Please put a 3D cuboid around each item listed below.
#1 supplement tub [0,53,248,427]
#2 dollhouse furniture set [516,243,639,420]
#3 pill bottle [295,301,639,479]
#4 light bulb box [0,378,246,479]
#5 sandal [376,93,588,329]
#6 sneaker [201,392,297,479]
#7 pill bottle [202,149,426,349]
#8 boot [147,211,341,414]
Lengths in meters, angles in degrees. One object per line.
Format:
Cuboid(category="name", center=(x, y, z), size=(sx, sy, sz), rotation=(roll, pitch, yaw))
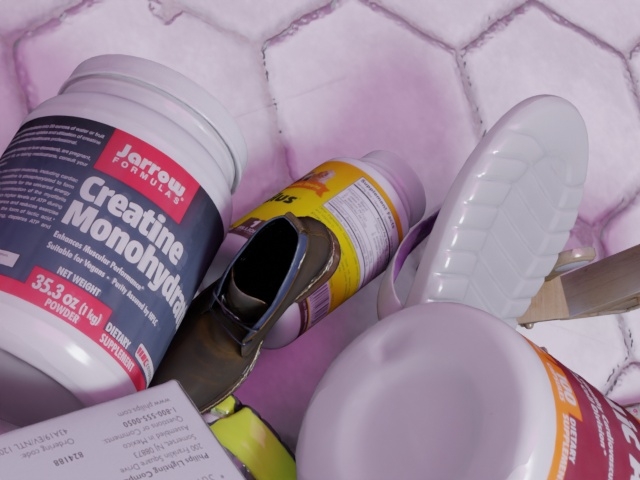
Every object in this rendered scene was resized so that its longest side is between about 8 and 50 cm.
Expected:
Cuboid(category="supplement tub", center=(-0.187, 0.005, 1.058), size=(0.191, 0.191, 0.272), rotation=(34, 59, -16))
Cuboid(category="dollhouse furniture set", center=(0.352, 0.185, 1.330), size=(0.303, 0.174, 0.355), rotation=(-3, 74, -31))
Cuboid(category="pill bottle", center=(0.179, 0.222, 1.118), size=(0.392, 0.224, 0.224), rotation=(34, 56, -45))
Cuboid(category="light bulb box", center=(-0.171, 0.327, 0.833), size=(0.358, 0.225, 0.361), rotation=(-14, 54, -39))
Cuboid(category="sandal", center=(0.113, 0.045, 1.218), size=(0.169, 0.102, 0.416), rotation=(30, 84, -48))
Cuboid(category="sneaker", center=(-0.035, 0.273, 1.121), size=(0.121, 0.111, 0.300), rotation=(-42, 93, -21))
Cuboid(category="pill bottle", center=(0.000, 0.000, 1.217), size=(0.215, 0.117, 0.117), rotation=(-36, 93, -35))
Cuboid(category="boot", center=(-0.078, 0.059, 1.056), size=(0.082, 0.106, 0.219), rotation=(41, 88, 15))
